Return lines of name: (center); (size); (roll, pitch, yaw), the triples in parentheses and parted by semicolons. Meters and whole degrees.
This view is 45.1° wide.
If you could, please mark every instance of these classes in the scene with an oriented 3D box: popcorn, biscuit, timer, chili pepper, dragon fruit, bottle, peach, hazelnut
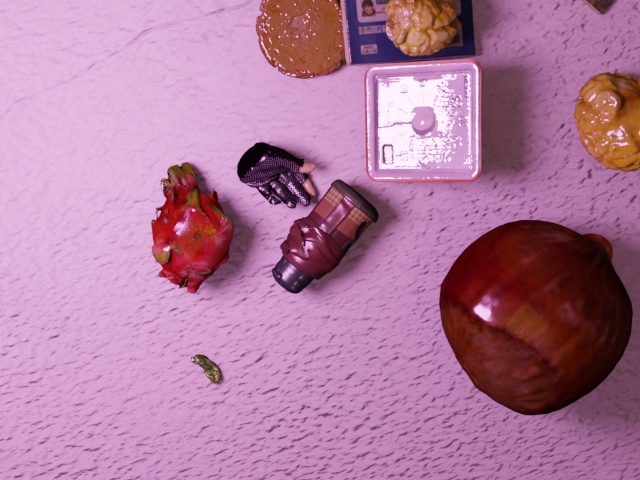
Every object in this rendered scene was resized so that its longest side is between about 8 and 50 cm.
popcorn: (0.211, -0.476, 1.620); (0.173, 0.142, 0.173); (0, 70, -1)
biscuit: (-0.036, -0.468, 1.711); (0.226, 0.042, 0.226); (0, 101, -2)
timer: (0.224, -0.261, 1.701); (0.250, 0.161, 0.257); (-1, 99, 5)
chili pepper: (-0.268, 0.303, 1.830); (0.034, 0.030, 0.091); (-39, 97, 29)
popcorn: (0.682, -0.269, 1.722); (0.203, 0.226, 0.200); (-24, 142, -35)
dragon fruit: (-0.300, -0.028, 1.713); (0.198, 0.269, 0.200); (7, 130, -45)
bottle: (0.000, 0.000, 1.742); (0.271, 0.143, 0.156); (-49, 137, 2)
peach: (0.623, 0.032, 1.789); (0.101, 0.101, 0.100); (0, 99, -2)
hazelnut: (0.465, 0.159, 1.678); (0.421, 0.353, 0.421); (1, 79, -3)

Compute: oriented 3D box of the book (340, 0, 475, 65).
book: (0.183, -0.608, 1.683); (0.300, 0.039, 0.428); (-6, 99, -9)

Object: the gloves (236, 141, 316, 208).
gloves: (-0.087, -0.146, 1.745); (0.181, 0.106, 0.129); (29, 99, -35)

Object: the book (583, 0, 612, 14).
book: (0.640, -0.646, 1.722); (0.160, 0.024, 0.228); (36, 95, -10)
